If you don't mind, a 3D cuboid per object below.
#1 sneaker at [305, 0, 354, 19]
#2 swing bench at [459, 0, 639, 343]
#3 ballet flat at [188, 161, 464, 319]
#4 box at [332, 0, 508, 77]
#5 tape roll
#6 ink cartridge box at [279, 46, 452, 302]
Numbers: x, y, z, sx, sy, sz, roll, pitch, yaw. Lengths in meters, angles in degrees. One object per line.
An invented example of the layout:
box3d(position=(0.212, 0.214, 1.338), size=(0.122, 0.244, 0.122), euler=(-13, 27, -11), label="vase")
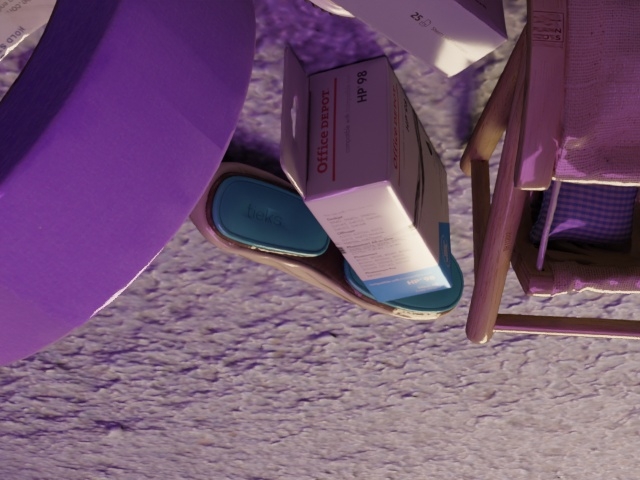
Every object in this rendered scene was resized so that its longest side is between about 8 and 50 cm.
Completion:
box3d(position=(0.001, -0.179, 0.628), size=(0.161, 0.057, 0.075), euler=(29, 144, -32), label="sneaker")
box3d(position=(0.230, -0.057, 0.718), size=(0.253, 0.165, 0.254), euler=(3, 147, -2), label="swing bench")
box3d(position=(0.000, 0.000, 0.909), size=(0.248, 0.086, 0.086), euler=(24, 141, -29), label="ballet flat")
box3d(position=(0.015, -0.179, 0.505), size=(0.145, 0.186, 0.038), euler=(28, 137, -35), label="box")
box3d(position=(-0.169, -0.076, 0.593), size=(0.275, 0.274, 0.090), euler=(-18, 144, 27), label="tape roll")
box3d(position=(0.035, -0.047, 0.793), size=(0.060, 0.104, 0.180), euler=(-11, 146, 19), label="ink cartridge box")
